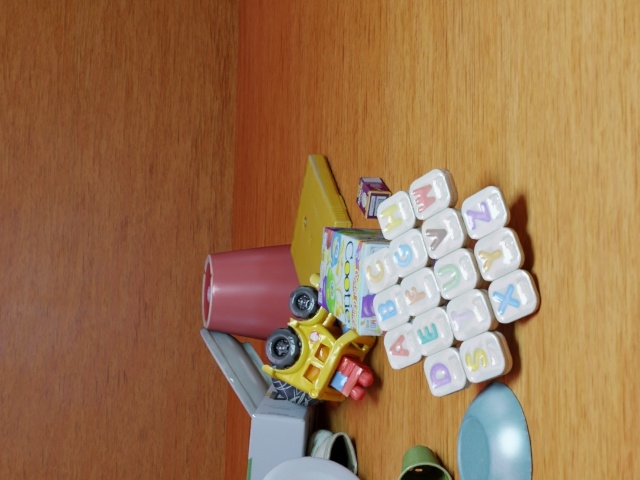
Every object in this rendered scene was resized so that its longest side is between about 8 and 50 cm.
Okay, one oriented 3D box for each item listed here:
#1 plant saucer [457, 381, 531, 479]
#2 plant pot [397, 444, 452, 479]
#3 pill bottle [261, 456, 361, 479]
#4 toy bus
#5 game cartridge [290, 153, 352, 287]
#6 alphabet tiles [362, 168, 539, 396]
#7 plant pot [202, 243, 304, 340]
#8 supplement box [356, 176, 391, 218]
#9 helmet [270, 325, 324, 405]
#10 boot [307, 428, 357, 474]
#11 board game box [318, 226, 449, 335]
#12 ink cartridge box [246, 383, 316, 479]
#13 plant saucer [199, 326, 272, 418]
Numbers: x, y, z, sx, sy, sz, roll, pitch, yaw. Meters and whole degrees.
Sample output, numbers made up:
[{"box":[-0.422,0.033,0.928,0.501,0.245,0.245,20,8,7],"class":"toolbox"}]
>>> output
[{"box":[0.216,0.282,1.204,0.195,0.037,0.195,-177,90,-75],"class":"plant saucer"},{"box":[0.152,0.350,1.384,0.079,0.083,0.083,-91,8,-73],"class":"plant pot"},{"box":[-0.046,0.629,1.784,0.229,0.229,0.408,-104,22,-49],"class":"pill bottle"},{"box":[0.028,0.200,1.736,0.211,0.149,0.220,28,92,34],"class":"toy bus"},{"box":[0.000,0.000,2.122,0.324,0.052,0.285,-111,27,-53],"class":"game cartridge"},{"box":[0.160,0.056,1.228,0.278,0.021,0.284,-32,69,47],"class":"alphabet tiles"},{"box":[-0.176,0.138,2.388,0.275,0.243,0.275,-178,90,-76],"class":"plant pot"},{"box":[0.099,-0.080,1.731,0.083,0.043,0.055,-116,30,-64],"class":"supplement box"},{"box":[-0.028,0.268,1.938,0.169,0.169,0.162,118,167,-60],"class":"helmet"},{"box":[0.021,0.494,1.872,0.165,0.077,0.213,149,124,-71],"class":"boot"},{"box":[0.098,0.062,1.504,0.275,0.142,0.144,-158,71,-75],"class":"board game box"},{"box":[-0.080,0.445,2.027,0.278,0.117,0.202,-43,-41,-81],"class":"ink cartridge box"},{"box":[-0.174,0.379,2.421,0.400,0.100,0.400,55,171,13],"class":"plant saucer"}]
